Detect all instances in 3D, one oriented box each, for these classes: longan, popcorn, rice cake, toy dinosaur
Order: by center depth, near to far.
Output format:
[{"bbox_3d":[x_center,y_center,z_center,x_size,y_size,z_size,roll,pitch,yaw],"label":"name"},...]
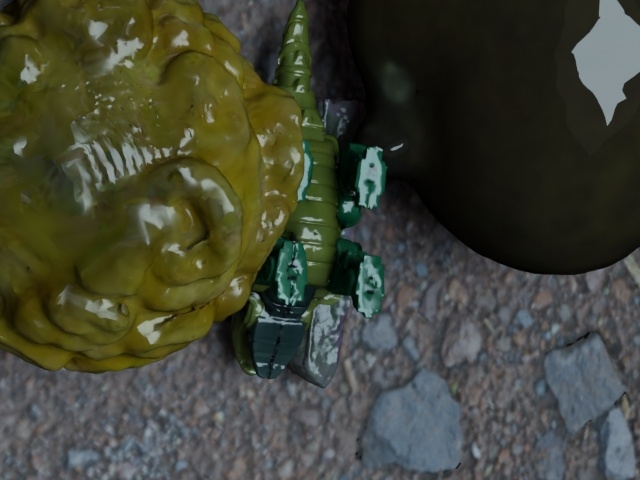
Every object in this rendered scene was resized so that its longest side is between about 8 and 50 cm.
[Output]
[{"bbox_3d":[-0.126,-0.046,1.091,0.250,0.190,0.250,1,99,5],"label":"popcorn"},{"bbox_3d":[-0.014,-0.036,1.189,0.094,0.153,0.259,8,87,-24],"label":"toy dinosaur"},{"bbox_3d":[0.151,-0.121,1.246,0.300,0.243,0.300,1,85,-6],"label":"longan"},{"bbox_3d":[0.000,0.000,1.267,0.036,0.047,0.206,5,87,-18],"label":"rice cake"}]
